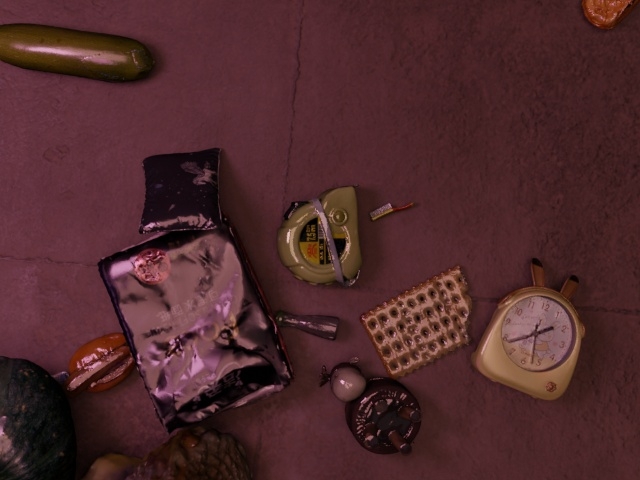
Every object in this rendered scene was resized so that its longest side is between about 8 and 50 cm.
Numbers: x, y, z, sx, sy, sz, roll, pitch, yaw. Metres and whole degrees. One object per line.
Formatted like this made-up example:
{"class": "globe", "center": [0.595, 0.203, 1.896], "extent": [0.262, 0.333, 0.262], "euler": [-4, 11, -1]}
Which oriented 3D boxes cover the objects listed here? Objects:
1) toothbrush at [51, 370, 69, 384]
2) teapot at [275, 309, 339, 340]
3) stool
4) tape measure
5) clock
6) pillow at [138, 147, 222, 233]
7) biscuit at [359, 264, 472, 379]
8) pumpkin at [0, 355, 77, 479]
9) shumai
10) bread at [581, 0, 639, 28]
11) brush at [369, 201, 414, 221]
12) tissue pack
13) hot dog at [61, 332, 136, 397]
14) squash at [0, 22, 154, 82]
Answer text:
{"class": "toothbrush", "center": [-0.577, 0.290, 1.567], "extent": [0.304, 0.030, 0.030], "euler": [-21, 91, -1]}
{"class": "teapot", "center": [-0.024, 0.145, 1.592], "extent": [0.111, 0.043, 0.042], "euler": [11, 89, 0]}
{"class": "stool", "center": [0.091, 0.286, 1.561], "extent": [0.125, 0.121, 0.217], "euler": [-44, 97, -1]}
{"class": "tape measure", "center": [0.000, 0.000, 1.570], "extent": [0.154, 0.087, 0.177], "euler": [-8, 91, -15]}
{"class": "clock", "center": [0.380, 0.154, 1.602], "extent": [0.170, 0.069, 0.232], "euler": [23, 87, -2]}
{"class": "pillow", "center": [-0.232, -0.085, 1.522], "extent": [0.141, 0.208, 0.055], "euler": [-7, 132, -4]}
{"class": "biscuit", "center": [0.186, 0.150, 1.616], "extent": [0.203, 0.016, 0.144], "euler": [-25, 91, -2]}
{"class": "pumpkin", "center": [-0.486, 0.328, 1.444], "extent": [0.197, 0.263, 0.292], "euler": [-6, 100, -11]}
{"class": "shumai", "center": [-0.273, 0.463, 1.476], "extent": [0.263, 0.309, 0.304], "euler": [-10, 76, 25]}
{"class": "bread", "center": [0.521, -0.433, 1.628], "extent": [0.083, 0.044, 0.110], "euler": [45, 90, -1]}
{"class": "brush", "center": [0.127, -0.057, 1.613], "extent": [0.083, 0.019, 0.021], "euler": [-21, 81, -2]}
{"class": "tissue pack", "center": [-0.206, 0.137, 1.540], "extent": [0.245, 0.123, 0.332], "euler": [-21, 91, -1]}
{"class": "hot dog", "center": [-0.382, 0.215, 1.557], "extent": [0.140, 0.060, 0.089], "euler": [-23, 90, -6]}
{"class": "squash", "center": [-0.451, -0.325, 1.550], "extent": [0.332, 0.087, 0.087], "euler": [9, 89, -1]}
